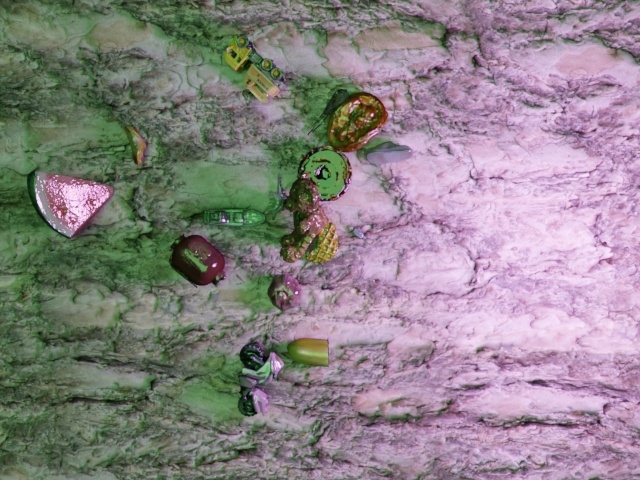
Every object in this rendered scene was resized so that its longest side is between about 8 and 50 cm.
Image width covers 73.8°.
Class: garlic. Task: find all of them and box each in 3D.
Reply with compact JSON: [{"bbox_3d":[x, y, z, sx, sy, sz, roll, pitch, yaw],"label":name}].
[{"bbox_3d":[-0.152,0.221,1.802,0.147,0.102,0.159,-5,93,-1],"label":"garlic"}]

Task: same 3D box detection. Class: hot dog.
[{"bbox_3d":[-0.767,-0.402,1.789,0.061,0.078,0.169,-17,94,-39],"label":"hot dog"},{"bbox_3d":[0.145,-0.486,1.760,0.272,0.122,0.196,-40,86,0],"label":"hot dog"}]

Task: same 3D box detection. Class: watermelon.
[{"bbox_3d":[-1.024,-0.159,1.714,0.292,0.250,0.283,-26,98,4],"label":"watermelon"}]

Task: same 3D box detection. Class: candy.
[{"bbox_3d":[0.158,-0.030,1.831,0.083,0.020,0.030,39,92,-4],"label":"candy"}]

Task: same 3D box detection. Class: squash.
[{"bbox_3d":[-0.051,0.470,1.807,0.186,0.123,0.123,7,93,-1],"label":"squash"}]

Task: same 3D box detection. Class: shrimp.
[{"bbox_3d":[-0.803,0.015,1.830,0.092,0.029,0.038,43,84,-7],"label":"shrimp"}]

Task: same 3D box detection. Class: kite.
[{"bbox_3d":[0.025,-0.531,1.767,0.015,0.141,0.245,35,101,-29],"label":"kite"}]

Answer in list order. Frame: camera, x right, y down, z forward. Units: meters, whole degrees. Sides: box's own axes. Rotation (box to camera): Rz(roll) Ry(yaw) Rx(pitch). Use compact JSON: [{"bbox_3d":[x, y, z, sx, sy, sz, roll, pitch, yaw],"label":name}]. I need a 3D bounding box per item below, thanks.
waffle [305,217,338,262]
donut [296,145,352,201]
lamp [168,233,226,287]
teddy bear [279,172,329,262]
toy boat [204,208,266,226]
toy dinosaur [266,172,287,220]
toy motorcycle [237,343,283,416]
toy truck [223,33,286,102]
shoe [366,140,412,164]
[{"bbox_3d":[0.000,0.001,1.818,0.148,0.051,0.194,-8,93,-1],"label":"waffle"},{"bbox_3d":[0.016,-0.276,1.785,0.234,0.089,0.235,0,94,0],"label":"donut"},{"bbox_3d":[-0.504,0.089,1.759,0.258,0.180,0.180,43,92,-1],"label":"lamp"},{"bbox_3d":[-0.096,-0.084,1.693,0.296,0.246,0.222,-40,117,13],"label":"teddy bear"},{"bbox_3d":[-0.360,-0.097,1.795,0.260,0.085,0.078,2,92,0],"label":"toy boat"},{"bbox_3d":[-0.180,-0.185,1.812,0.082,0.039,0.209,6,103,-4],"label":"toy dinosaur"},{"bbox_3d":[-0.254,0.596,1.803,0.187,0.143,0.327,4,100,0],"label":"toy motorcycle"},{"bbox_3d":[-0.272,-0.699,1.751,0.272,0.124,0.157,43,102,-5],"label":"toy truck"},{"bbox_3d":[0.289,-0.377,1.799,0.195,0.079,0.078,-3,57,8],"label":"shoe"}]
